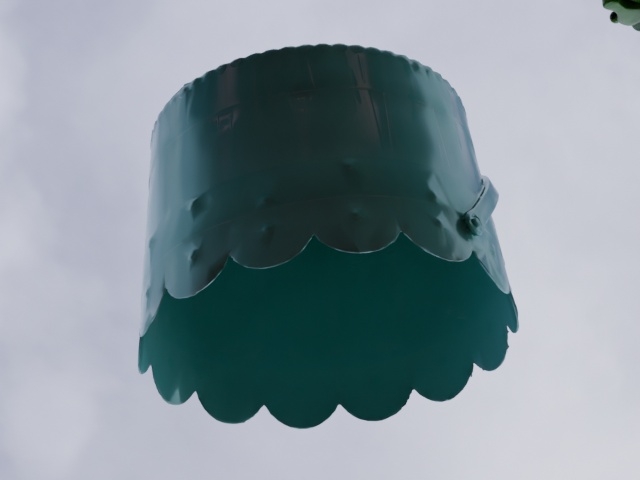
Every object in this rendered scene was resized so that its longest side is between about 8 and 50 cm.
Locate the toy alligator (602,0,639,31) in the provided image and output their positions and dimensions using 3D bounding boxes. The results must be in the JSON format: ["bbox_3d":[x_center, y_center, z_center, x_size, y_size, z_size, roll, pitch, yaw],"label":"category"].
[{"bbox_3d":[0.224,-0.161,1.287,0.190,0.051,0.056,9,-115,-23],"label":"toy alligator"}]

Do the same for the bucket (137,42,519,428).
[{"bbox_3d":[0.000,0.000,1.362,0.281,0.281,0.183,-8,-120,6],"label":"bucket"}]
